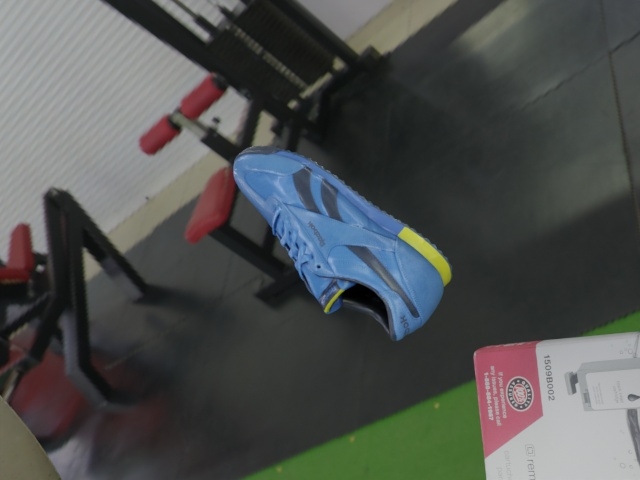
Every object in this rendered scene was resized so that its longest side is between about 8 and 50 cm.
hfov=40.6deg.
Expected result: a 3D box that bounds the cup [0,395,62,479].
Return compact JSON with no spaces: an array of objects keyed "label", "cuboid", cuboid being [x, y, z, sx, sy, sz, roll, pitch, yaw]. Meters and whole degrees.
[{"label":"cup","cuboid":[-0.372,0.216,0.584,0.331,0.331,0.237,-30,18,40]}]

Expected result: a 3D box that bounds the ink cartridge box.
[{"label":"ink cartridge box","cuboid":[0.304,0.188,0.809,0.282,0.117,0.207,-11,77,30]}]

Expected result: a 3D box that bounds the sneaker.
[{"label":"sneaker","cuboid":[0.000,0.000,0.684,0.082,0.209,0.069,-48,-19,-24]}]
